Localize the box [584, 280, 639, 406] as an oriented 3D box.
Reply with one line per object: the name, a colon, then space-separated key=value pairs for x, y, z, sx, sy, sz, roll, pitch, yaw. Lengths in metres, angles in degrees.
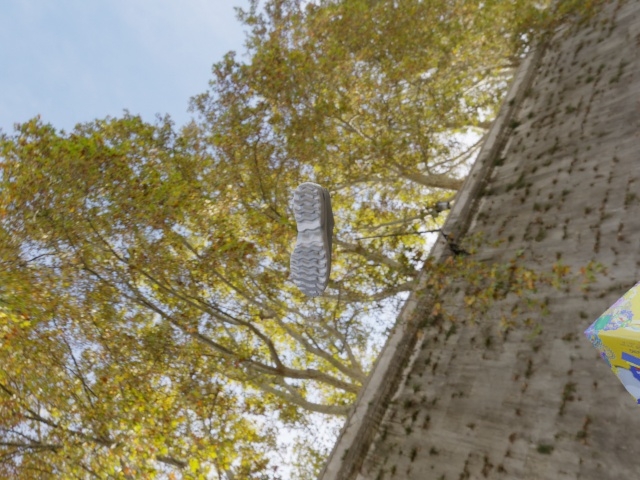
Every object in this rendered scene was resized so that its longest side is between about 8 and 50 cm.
box: x=0.502 y=0.161 z=0.391 sx=0.177 sy=0.290 sz=0.279 roll=-37 pitch=-91 yaw=-9

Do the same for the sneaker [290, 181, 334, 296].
sneaker: x=0.000 y=0.000 z=0.992 sx=0.115 sy=0.105 sz=0.281 roll=-16 pitch=-68 yaw=-59
